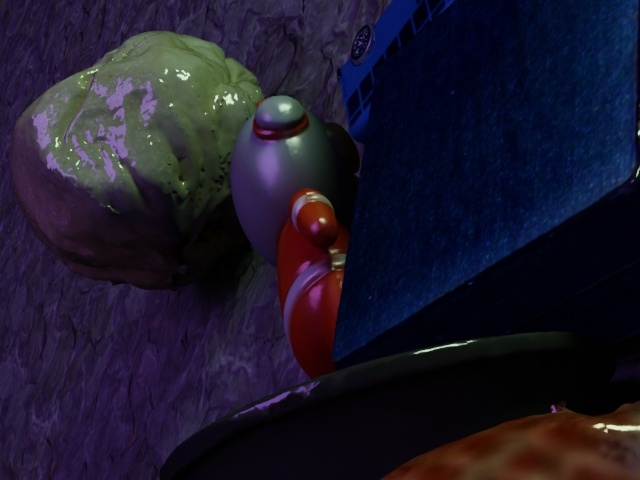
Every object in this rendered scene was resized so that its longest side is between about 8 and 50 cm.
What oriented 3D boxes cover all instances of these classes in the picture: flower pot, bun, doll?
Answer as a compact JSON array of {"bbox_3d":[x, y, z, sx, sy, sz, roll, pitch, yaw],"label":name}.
[{"bbox_3d":[0.055,0.168,0.802,0.269,0.269,0.166,-36,62,50],"label":"flower pot"},{"bbox_3d":[-0.162,-0.063,1.413,0.205,0.281,0.281,49,117,35],"label":"bun"},{"bbox_3d":[0.000,0.000,1.107,0.336,0.105,0.199,-114,7,-45],"label":"doll"}]

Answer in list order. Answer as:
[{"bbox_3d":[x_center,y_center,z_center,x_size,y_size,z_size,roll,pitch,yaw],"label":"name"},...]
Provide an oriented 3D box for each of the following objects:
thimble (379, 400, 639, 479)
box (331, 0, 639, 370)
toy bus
[{"bbox_3d":[0.102,0.242,0.495,0.350,0.350,0.230,-51,29,34],"label":"thimble"},{"bbox_3d":[0.141,-0.057,0.899,0.279,0.116,0.261,-38,33,48],"label":"box"},{"bbox_3d":[0.098,-0.152,1.108,0.184,0.090,0.106,-51,30,37],"label":"toy bus"}]
